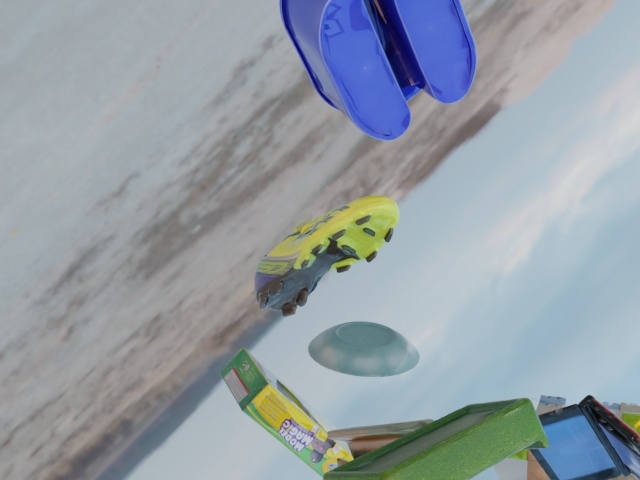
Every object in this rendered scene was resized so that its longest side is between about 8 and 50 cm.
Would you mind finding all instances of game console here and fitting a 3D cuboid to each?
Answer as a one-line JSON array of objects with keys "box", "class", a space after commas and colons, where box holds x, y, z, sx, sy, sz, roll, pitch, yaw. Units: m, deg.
[{"box": [0.300, 0.243, 1.106, 0.085, 0.144, 0.124, -41, -145, -4], "class": "game console"}]

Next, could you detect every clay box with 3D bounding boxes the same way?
[{"box": [-0.027, 0.244, 1.341, 0.053, 0.222, 0.127, -45, -156, -2], "class": "clay box"}]

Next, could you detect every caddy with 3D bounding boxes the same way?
[{"box": [0.083, -0.320, 1.539, 0.241, 0.341, 0.179, -31, -139, -2], "class": "caddy"}]

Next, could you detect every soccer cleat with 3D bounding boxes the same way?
[{"box": [-0.001, 0.000, 1.433, 0.289, 0.093, 0.121, -39, -140, 41], "class": "soccer cleat"}]

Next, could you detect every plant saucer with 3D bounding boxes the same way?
[{"box": [0.076, 0.177, 1.762, 0.195, 0.195, 0.037, -43, 140, -64], "class": "plant saucer"}]

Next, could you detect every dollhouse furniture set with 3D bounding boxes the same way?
[{"box": [0.073, 0.260, 0.866, 0.151, 0.197, 0.301, -21, 178, -29], "class": "dollhouse furniture set"}]

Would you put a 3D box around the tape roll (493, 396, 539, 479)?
[{"box": [0.445, 0.458, 2.024, 0.100, 0.286, 0.286, -34, -178, 19], "class": "tape roll"}]

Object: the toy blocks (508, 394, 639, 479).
[{"box": [0.517, 0.356, 1.777, 0.261, 0.381, 0.190, -22, 115, -72], "class": "toy blocks"}]
